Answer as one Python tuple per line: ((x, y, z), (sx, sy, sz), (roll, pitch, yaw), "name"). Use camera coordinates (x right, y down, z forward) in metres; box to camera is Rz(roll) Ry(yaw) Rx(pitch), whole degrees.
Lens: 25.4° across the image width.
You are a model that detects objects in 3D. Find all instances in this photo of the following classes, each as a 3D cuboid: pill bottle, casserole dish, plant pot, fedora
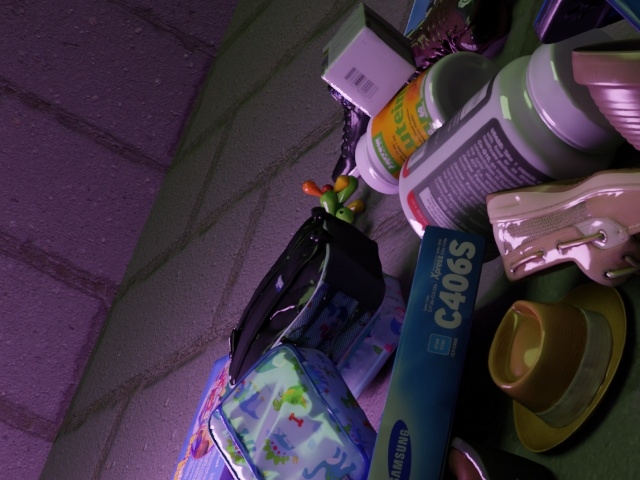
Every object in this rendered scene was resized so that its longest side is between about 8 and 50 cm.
((0.226, -0.104, 1.584), (0.283, 0.161, 0.161), (-43, 25, 47), "pill bottle")
((0.172, -0.343, 2.240), (0.114, 0.037, 0.188), (31, -105, -71), "casserole dish")
((0.345, -0.127, 1.262), (0.237, 0.237, 0.109), (-152, 55, -73), "plant pot")
((0.221, 0.112, 1.402), (0.194, 0.079, 0.194), (-53, 18, 26), "fedora")
((0.147, -0.148, 1.927), (0.246, 0.136, 0.136), (-33, 33, 58), "pill bottle")

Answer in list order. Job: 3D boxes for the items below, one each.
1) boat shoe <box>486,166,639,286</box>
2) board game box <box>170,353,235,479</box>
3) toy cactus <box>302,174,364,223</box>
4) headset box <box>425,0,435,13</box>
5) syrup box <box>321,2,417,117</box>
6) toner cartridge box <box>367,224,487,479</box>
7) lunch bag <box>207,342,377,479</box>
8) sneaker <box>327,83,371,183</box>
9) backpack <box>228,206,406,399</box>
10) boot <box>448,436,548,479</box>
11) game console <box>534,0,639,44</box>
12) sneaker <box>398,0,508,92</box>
((0.295, -0.014, 1.363), (0.341, 0.122, 0.110), (-8, 90, 60), "boat shoe")
((-0.140, 0.324, 2.130), (0.233, 0.078, 0.347), (-32, 34, 59), "board game box")
((0.000, 0.000, 2.220), (0.180, 0.112, 0.219), (126, 156, -57), "toy cactus")
((0.205, -0.362, 2.183), (0.062, 0.083, 0.032), (-67, 18, -13), "headset box")
((0.066, -0.256, 1.994), (0.096, 0.093, 0.237), (-49, 11, 13), "syrup box")
((0.109, 0.170, 1.544), (0.165, 0.075, 0.348), (95, -171, -53), "toner cartridge box")
((-0.028, 0.251, 1.713), (0.176, 0.090, 0.219), (-44, 60, 20), "lunch bag")
((0.048, -0.200, 2.323), (0.217, 0.121, 0.079), (-57, 17, 17), "sneaker")
((-0.010, 0.113, 1.884), (0.253, 0.191, 0.225), (-50, 15, 14), "backpack")
((0.144, 0.341, 1.324), (0.280, 0.096, 0.264), (-69, 22, 4), "boot")
((0.358, -0.203, 1.169), (0.250, 0.293, 0.173), (101, 147, -73), "game console")
((0.181, -0.272, 2.083), (0.281, 0.106, 0.162), (-60, 20, 3), "sneaker")
